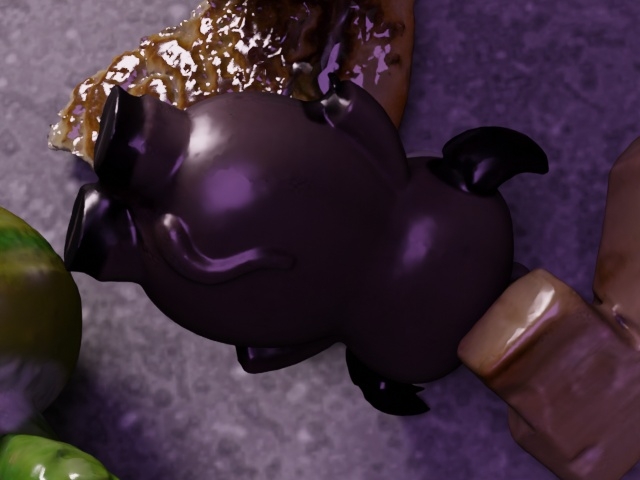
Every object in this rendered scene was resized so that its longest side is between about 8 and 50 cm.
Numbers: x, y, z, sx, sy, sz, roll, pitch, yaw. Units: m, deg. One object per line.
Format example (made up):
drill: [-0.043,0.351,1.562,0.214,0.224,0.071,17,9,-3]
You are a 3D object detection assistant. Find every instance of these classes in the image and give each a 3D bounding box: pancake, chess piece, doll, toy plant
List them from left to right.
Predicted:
toy plant: [-0.164,0.139,0.689,0.184,0.224,0.316,-23,68,-35]
pancake: [-0.056,-0.103,0.810,0.245,0.057,0.266,-7,70,21]
doll: [-0.001,0.001,0.681,0.182,0.257,0.117,-67,27,25]
chess piece: [0.204,-0.001,0.664,0.137,0.137,0.301,43,97,20]
